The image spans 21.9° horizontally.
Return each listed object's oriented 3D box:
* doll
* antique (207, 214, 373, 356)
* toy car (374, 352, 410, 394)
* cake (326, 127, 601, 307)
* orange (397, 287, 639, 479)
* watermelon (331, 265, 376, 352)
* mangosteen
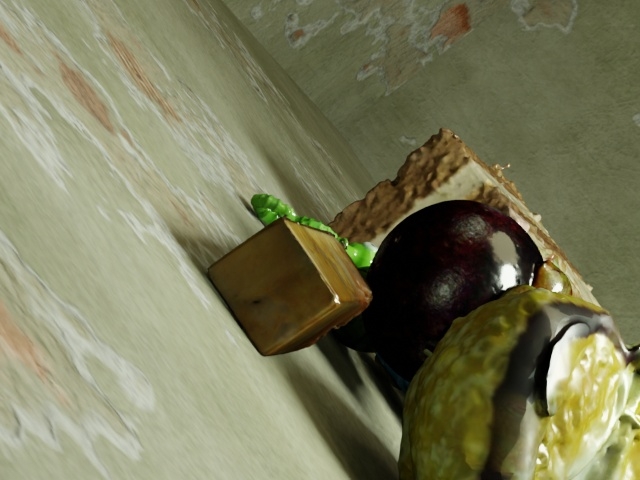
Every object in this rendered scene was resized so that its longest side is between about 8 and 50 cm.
[{"bbox_3d":[0.000,0.000,1.951,0.190,0.050,0.115,29,-16,0],"label":"doll"},{"bbox_3d":[-0.017,0.044,1.556,0.093,0.087,0.310,55,6,7],"label":"antique"},{"bbox_3d":[0.184,0.153,1.913,0.314,0.198,0.166,57,4,29],"label":"toy car"},{"bbox_3d":[0.193,0.055,2.279,0.255,0.282,0.290,36,21,-48],"label":"cake"},{"bbox_3d":[0.190,0.210,1.533,0.210,0.271,0.369,0,-34,38],"label":"orange"},{"bbox_3d":[0.055,0.078,1.861,0.109,0.109,0.109,52,6,-8],"label":"watermelon"},{"bbox_3d":[0.164,0.076,1.720,0.250,0.211,0.211,37,-5,39],"label":"mangosteen"}]
